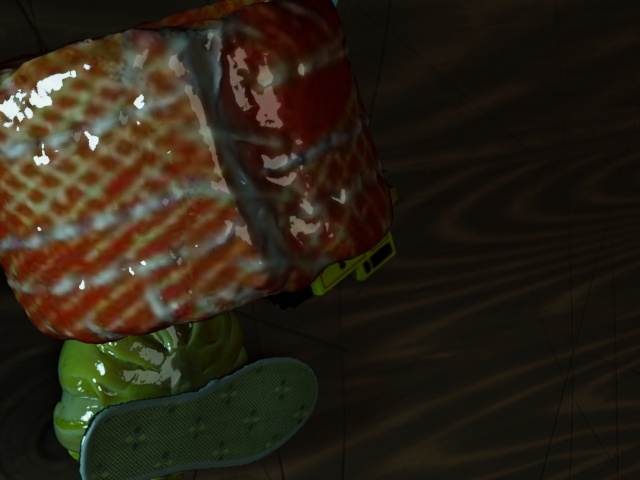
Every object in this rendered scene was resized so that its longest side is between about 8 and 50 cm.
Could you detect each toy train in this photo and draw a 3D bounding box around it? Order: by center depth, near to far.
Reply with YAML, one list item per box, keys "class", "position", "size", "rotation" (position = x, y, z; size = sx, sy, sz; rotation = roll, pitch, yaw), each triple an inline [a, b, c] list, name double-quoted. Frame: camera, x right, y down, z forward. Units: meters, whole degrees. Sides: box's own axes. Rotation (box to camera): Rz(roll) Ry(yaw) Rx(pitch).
- class: "toy train"
  position: [0.000, 0.000, 1.177]
  size: [0.219, 0.089, 0.127]
  rotation: [-38, 125, -27]

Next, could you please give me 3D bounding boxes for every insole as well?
- class: "insole"
  position: [-0.102, 0.173, 1.056]
  size: [0.322, 0.007, 0.109]
  rotation: [-4, 102, -52]

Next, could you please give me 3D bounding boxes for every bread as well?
- class: "bread"
  position: [-0.155, 0.136, 1.074]
  size: [0.213, 0.104, 0.213]
  rotation: [-4, 97, -38]

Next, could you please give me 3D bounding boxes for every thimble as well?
- class: "thimble"
  position: [-0.129, -0.069, 0.922]
  size: [0.350, 0.350, 0.231]
  rotation: [-26, 107, -30]

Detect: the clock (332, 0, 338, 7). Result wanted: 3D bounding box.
- class: "clock"
  position: [-0.040, -0.292, 1.142]
  size: [0.147, 0.045, 0.108]
  rotation: [24, 80, -34]
